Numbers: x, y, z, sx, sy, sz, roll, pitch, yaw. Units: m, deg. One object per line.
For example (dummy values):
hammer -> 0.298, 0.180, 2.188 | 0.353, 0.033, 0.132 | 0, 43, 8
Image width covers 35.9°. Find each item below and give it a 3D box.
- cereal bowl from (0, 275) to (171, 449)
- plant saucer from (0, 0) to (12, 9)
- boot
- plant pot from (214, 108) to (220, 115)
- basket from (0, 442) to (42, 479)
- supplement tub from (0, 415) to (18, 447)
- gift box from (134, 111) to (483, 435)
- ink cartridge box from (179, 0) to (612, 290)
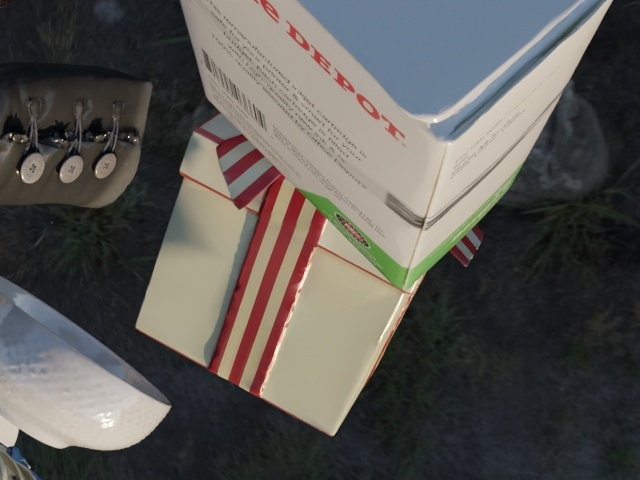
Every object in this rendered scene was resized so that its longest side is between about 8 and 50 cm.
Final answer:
cereal bowl -> -0.388, 0.192, 1.409 | 0.339, 0.339, 0.141 | 39, 82, -13
plant saucer -> -0.378, -0.345, 1.165 | 0.029, 0.168, 0.168 | 15, 87, 5
boot -> -0.416, -0.061, 1.252 | 0.146, 0.445, 0.367 | 34, 107, 11
plant pot -> -0.067, -0.164, 1.678 | 0.291, 0.203, 0.290 | 2, 47, -2
basket -> -0.300, 0.198, 0.648 | 0.255, 0.289, 0.201 | 26, 63, 17
supplement tub -> -0.569, 0.274, 1.507 | 0.191, 0.117, 0.117 | 17, 86, 17
gift box -> 0.000, 0.000, 0.915 | 0.255, 0.276, 0.258 | 25, 119, 3
ink cartridge box -> 0.026, -0.110, 0.571 | 0.121, 0.289, 0.211 | -42, 79, -10
